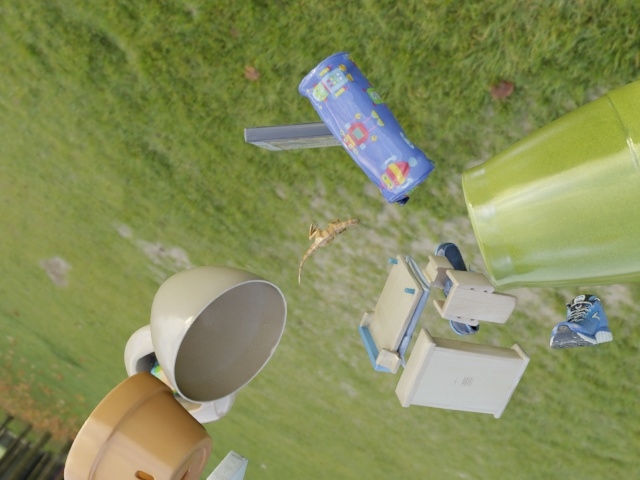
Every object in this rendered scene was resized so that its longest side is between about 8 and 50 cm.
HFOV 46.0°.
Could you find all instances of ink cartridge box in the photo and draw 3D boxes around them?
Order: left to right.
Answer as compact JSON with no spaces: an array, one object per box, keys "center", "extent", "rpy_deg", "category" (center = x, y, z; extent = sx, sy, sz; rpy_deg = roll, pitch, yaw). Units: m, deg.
[{"center":[-0.304,0.737,2.032],"extent":[0.060,0.239,0.275],"rpy_deg":[27,125,15],"category":"ink cartridge box"}]

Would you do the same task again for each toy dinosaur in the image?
[{"center":[0.000,0.000,1.844],"extent":[0.064,0.211,0.112],"rpy_deg":[46,-175,-17],"category":"toy dinosaur"}]

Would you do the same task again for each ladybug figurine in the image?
[{"center":[-0.346,0.324,1.946],"extent":[0.449,0.162,0.305],"rpy_deg":[-23,105,49],"category":"ladybug figurine"}]

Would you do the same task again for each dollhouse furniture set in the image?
[{"center":[0.234,0.135,1.411],"extent":[0.198,0.286,0.303],"rpy_deg":[11,-155,-20],"category":"dollhouse furniture set"}]

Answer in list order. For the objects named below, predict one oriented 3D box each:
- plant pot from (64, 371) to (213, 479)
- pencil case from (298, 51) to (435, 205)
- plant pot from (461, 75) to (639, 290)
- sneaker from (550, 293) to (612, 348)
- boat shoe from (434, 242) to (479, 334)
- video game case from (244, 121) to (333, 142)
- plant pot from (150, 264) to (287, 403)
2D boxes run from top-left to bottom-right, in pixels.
[{"center":[-0.369,0.458,1.619],"extent":[0.204,0.290,0.290],"rpy_deg":[28,154,15],"category":"plant pot"},{"center":[0.094,-0.212,1.431],"extent":[0.119,0.133,0.306],"rpy_deg":[-41,85,35],"category":"pencil case"},{"center":[0.454,-0.067,1.358],"extent":[0.353,0.366,0.366],"rpy_deg":[-17,134,16],"category":"plant pot"},{"center":[0.739,0.232,2.164],"extent":[0.130,0.147,0.330],"rpy_deg":[-11,173,33],"category":"sneaker"},{"center":[0.387,0.127,2.040],"extent":[0.089,0.109,0.258],"rpy_deg":[-4,108,65],"category":"boat shoe"},{"center":[-0.015,-0.244,1.756],"extent":[0.275,0.035,0.248],"rpy_deg":[-3,-178,9],"category":"video game case"},{"center":[-0.237,0.161,1.547],"extent":[0.191,0.284,0.284],"rpy_deg":[34,159,35],"category":"plant pot"}]
